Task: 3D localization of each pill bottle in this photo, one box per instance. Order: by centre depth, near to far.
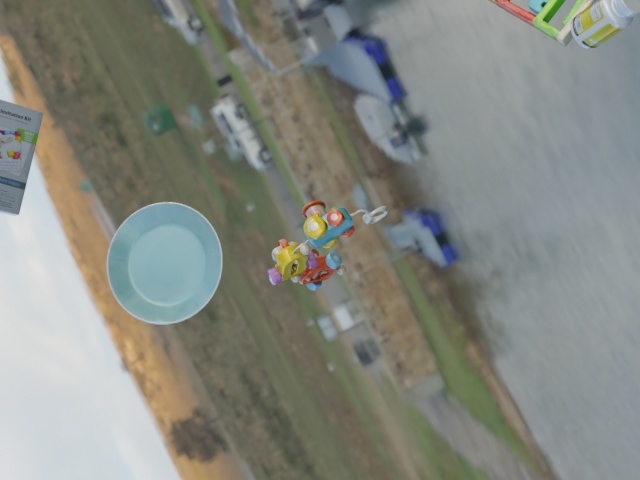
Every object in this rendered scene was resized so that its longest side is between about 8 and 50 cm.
[{"bbox_3d":[0.470,-0.366,2.030,0.116,0.065,0.065,-33,83,54],"label":"pill bottle"}]

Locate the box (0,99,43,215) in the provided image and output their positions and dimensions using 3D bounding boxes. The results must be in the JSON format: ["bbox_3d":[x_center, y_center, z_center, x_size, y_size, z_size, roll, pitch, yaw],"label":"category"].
[{"bbox_3d":[-0.566,-0.149,2.123,0.038,0.145,0.186,-6,70,62],"label":"box"}]

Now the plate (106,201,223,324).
[{"bbox_3d":[-0.234,0.035,1.889,0.188,0.188,0.024,63,-171,13],"label":"plate"}]

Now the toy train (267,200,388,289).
[{"bbox_3d":[0.000,0.000,1.427,0.046,0.125,0.166,59,136,21],"label":"toy train"}]

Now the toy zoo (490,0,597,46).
[{"bbox_3d":[0.381,-0.496,2.226,0.293,0.192,0.030,38,-178,29],"label":"toy zoo"}]
